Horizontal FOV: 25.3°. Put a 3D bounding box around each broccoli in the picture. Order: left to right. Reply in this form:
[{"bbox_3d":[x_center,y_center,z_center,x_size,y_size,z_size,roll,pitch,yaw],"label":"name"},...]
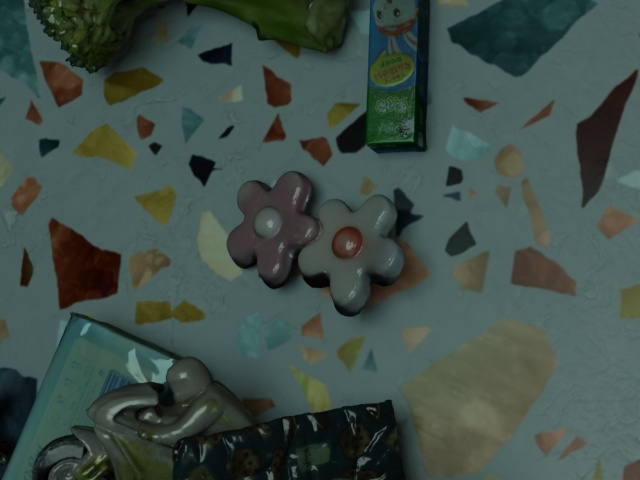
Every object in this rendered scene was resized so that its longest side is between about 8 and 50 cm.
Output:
[{"bbox_3d":[-0.187,-0.325,1.764,0.353,0.275,0.397,-38,88,29],"label":"broccoli"}]

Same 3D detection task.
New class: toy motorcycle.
[{"bbox_3d":[-0.142,0.248,1.618,0.340,0.108,0.223,19,96,-3],"label":"toy motorcycle"}]

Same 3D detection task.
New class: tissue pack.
[{"bbox_3d":[-0.267,0.239,1.727,0.177,0.089,0.263,22,91,24],"label":"tissue pack"}]

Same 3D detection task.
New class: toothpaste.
[{"bbox_3d":[0.094,-0.239,1.695,0.065,0.050,0.267,-1,80,19],"label":"toothpaste"}]

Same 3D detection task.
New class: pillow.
[{"bbox_3d":[-0.029,0.285,1.566,0.255,0.034,0.189,-10,95,-9],"label":"pillow"}]

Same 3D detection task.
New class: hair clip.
[{"bbox_3d":[-0.004,-0.001,1.681,0.257,0.075,0.146,19,92,28],"label":"hair clip"}]

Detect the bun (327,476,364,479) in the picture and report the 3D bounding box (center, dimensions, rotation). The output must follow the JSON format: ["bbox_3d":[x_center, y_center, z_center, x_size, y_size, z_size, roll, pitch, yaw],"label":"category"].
[{"bbox_3d":[0.029,0.400,1.463,0.362,0.362,0.211,-54,32,4],"label":"bun"}]

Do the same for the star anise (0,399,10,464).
[{"bbox_3d":[-0.476,0.260,1.798,0.236,0.093,0.229,-33,72,19],"label":"star anise"}]
